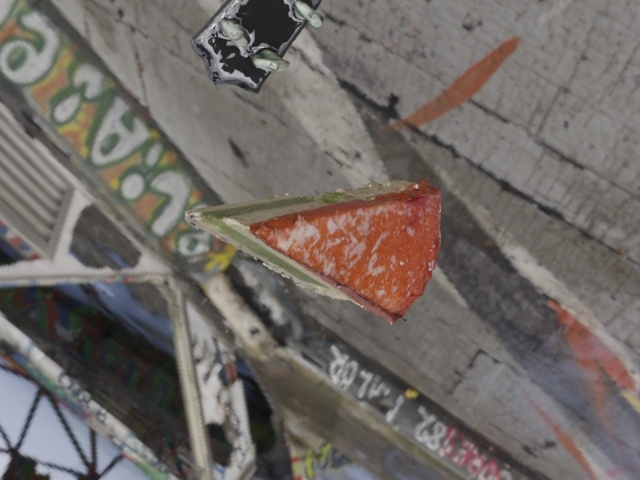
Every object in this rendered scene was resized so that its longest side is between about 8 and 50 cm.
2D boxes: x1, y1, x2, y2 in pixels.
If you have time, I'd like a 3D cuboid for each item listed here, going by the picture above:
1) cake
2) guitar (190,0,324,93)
[{"bbox_3d":[0.001,0.019,0.714,0.086,0.220,0.116,11,108,40],"label":"cake"},{"bbox_3d":[0.047,-0.161,0.321,0.084,0.271,0.038,37,-178,-23],"label":"guitar"}]
